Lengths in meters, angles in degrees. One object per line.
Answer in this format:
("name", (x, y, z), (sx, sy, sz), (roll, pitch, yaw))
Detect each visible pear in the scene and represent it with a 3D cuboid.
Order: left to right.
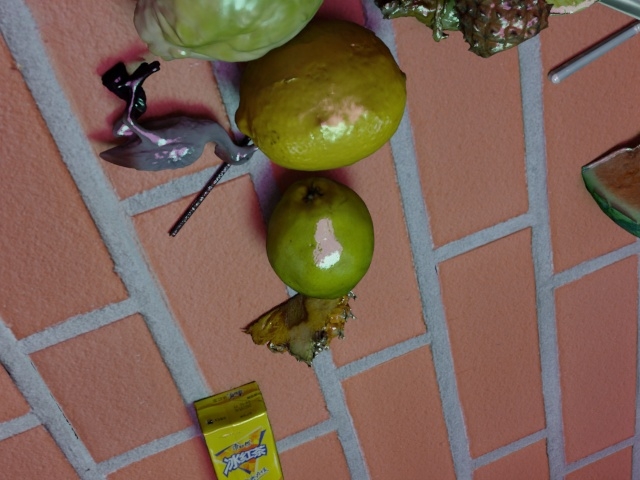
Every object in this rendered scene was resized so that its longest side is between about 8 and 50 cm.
("pear", (0.000, 0.000, 1.665), (0.212, 0.212, 0.269), (-18, 135, -9))

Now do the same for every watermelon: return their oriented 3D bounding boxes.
("watermelon", (0.775, -0.069, 1.855), (0.292, 0.222, 0.319), (-32, 114, 15))

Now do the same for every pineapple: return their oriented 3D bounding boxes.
("pineapple", (-0.011, 0.212, 1.855), (0.250, 0.164, 0.139), (-32, 138, -2))
("pineapple", (0.231, -0.475, 1.388), (0.166, 0.165, 0.364), (-32, 103, 3))

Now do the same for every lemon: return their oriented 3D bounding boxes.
("lemon", (0.001, -0.240, 1.455), (0.284, 0.260, 0.260), (5, 126, 1))

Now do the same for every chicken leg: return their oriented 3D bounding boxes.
("chicken leg", (0.195, -0.406, 1.516), (0.228, 0.088, 0.103), (-13, 142, -18))

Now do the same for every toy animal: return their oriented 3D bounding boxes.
("toy animal", (-0.241, -0.177, 1.503), (0.324, 0.090, 0.195), (26, 112, -33))

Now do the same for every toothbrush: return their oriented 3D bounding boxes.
("toothbrush", (0.602, -0.410, 1.720), (0.342, 0.025, 0.030), (-33, 124, 4))

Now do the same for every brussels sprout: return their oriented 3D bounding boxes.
("brussels sprout", (-0.140, -0.405, 1.292), (0.317, 0.242, 0.273), (-19, 155, -2))

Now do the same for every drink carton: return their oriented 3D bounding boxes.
("drink carton", (-0.179, 0.501, 2.034), (0.155, 0.111, 0.351), (-18, 129, -11))

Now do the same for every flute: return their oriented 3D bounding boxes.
("flute", (-0.203, -0.105, 1.625), (0.014, 0.014, 0.269), (28, 112, -36))

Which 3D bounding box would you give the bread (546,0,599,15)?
("bread", (0.395, -0.524, 1.464), (0.302, 0.045, 0.301), (1, 105, 4))

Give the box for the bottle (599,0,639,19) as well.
("bottle", (0.613, -0.463, 1.640), (0.254, 0.096, 0.079), (14, 163, -22))
